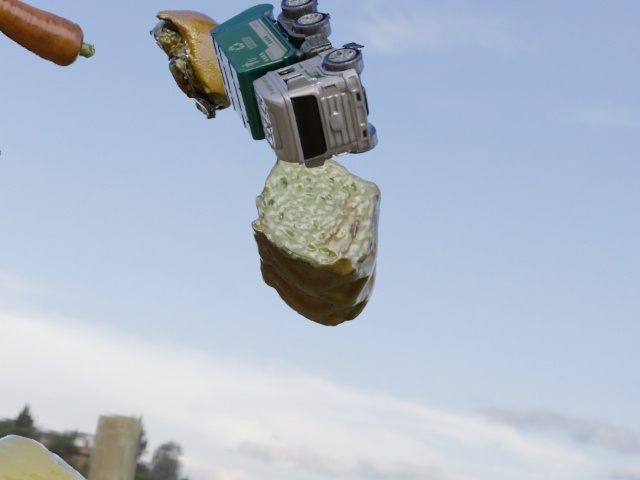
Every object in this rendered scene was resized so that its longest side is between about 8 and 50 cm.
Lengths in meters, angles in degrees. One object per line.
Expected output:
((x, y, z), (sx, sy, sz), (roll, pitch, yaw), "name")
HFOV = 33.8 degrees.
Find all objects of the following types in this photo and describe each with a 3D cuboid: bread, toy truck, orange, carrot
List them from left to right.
((-0.397, -0.281, 1.305), (0.256, 0.061, 0.061), (22, -22, -35), "carrot")
((-0.171, -0.264, 1.519), (0.112, 0.160, 0.170), (-23, -59, -5), "orange")
((-0.031, -0.168, 1.087), (0.124, 0.253, 0.114), (-18, -56, -7), "toy truck")
((-0.005, -0.003, 1.632), (0.196, 0.239, 0.252), (3, -31, 6), "bread")

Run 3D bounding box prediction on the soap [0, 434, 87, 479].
((-0.280, 0.304, 0.877), (0.306, 0.115, 0.427), (41, 12, 11), "soap")
